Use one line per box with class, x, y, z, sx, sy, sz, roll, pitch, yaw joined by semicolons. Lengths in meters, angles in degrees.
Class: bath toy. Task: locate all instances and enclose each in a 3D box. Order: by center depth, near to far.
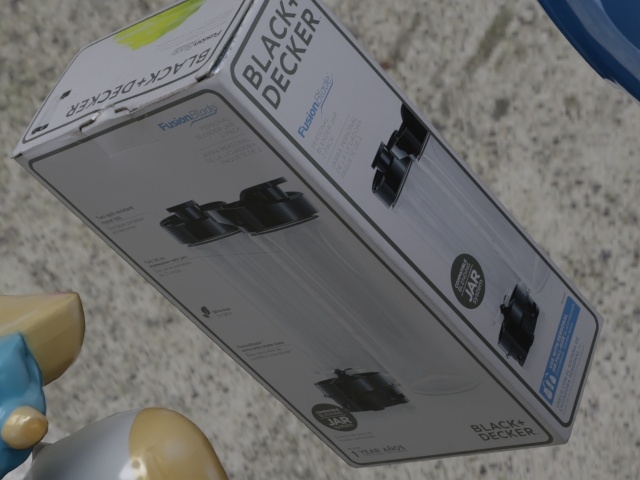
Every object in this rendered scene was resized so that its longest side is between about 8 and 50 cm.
bath toy;-0.074;0.190;0.602;0.151;0.348;0.129;-33;21;-22

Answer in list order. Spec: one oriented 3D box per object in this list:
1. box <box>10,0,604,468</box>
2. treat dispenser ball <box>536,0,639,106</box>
box;0.000;0.000;0.793;0.169;0.290;0.087;-16;39;45
treat dispenser ball;0.165;-0.142;0.333;0.288;0.288;0.288;-5;56;8
